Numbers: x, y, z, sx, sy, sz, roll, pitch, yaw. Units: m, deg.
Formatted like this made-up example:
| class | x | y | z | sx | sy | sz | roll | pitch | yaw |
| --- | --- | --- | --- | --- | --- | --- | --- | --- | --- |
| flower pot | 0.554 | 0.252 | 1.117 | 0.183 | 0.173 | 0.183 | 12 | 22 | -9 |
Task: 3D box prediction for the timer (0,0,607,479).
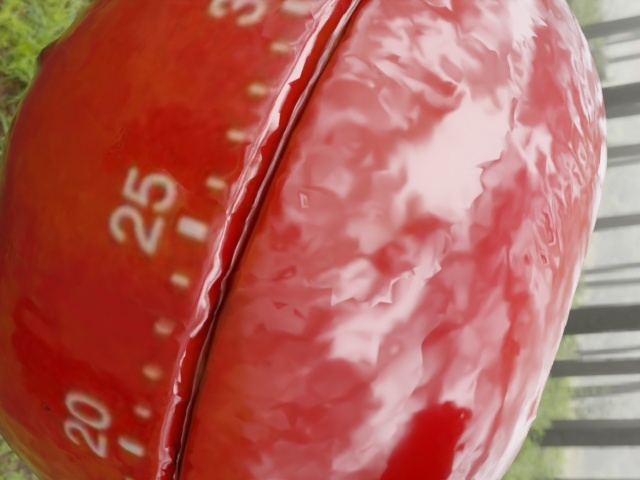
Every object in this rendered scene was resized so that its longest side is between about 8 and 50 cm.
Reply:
| class | x | y | z | sx | sy | sz | roll | pitch | yaw |
| --- | --- | --- | --- | --- | --- | --- | --- | --- | --- |
| timer | 0.000 | 0.000 | 0.524 | 0.378 | 0.279 | 0.378 | 21 | 90 | -77 |
